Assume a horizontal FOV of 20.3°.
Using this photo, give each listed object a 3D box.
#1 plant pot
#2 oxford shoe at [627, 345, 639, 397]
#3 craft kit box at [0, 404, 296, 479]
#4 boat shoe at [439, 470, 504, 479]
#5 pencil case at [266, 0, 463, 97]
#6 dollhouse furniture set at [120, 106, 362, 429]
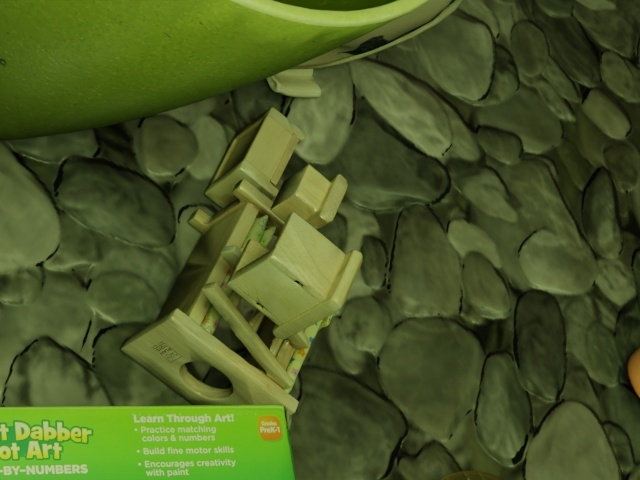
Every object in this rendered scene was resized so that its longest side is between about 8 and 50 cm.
[{"bbox_3d":[-0.113,-0.169,0.919,0.274,0.293,0.275,18,58,-31],"label":"plant pot"},{"bbox_3d":[0.391,0.154,1.228,0.363,0.133,0.130,35,22,-11],"label":"oxford shoe"},{"bbox_3d":[-0.120,0.200,0.852,0.250,0.061,0.247,3,65,-24],"label":"craft kit box"},{"bbox_3d":[0.067,0.181,1.071,0.153,0.048,0.056,-18,68,-49],"label":"boat shoe"},{"bbox_3d":[-0.042,-0.303,1.125,0.160,0.183,0.410,-17,82,-37],"label":"pencil case"},{"bbox_3d":[0.000,0.000,1.018,0.101,0.161,0.182,39,51,-18],"label":"dollhouse furniture set"}]
